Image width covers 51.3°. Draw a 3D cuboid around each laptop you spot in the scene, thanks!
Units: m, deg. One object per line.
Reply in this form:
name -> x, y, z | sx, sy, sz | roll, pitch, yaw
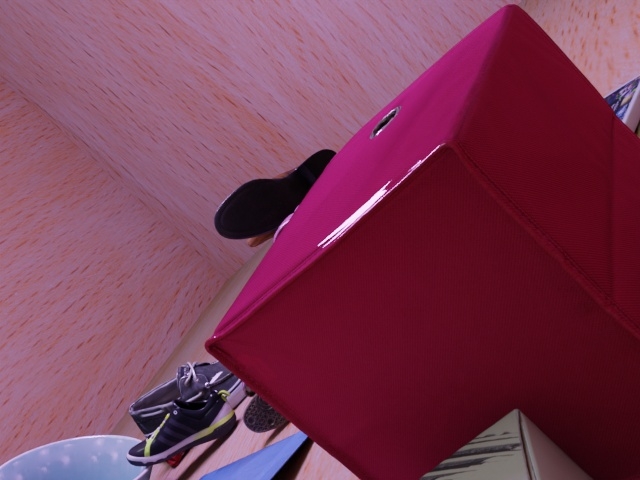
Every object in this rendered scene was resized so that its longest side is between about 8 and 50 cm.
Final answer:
laptop -> -0.281, 0.349, 0.910 | 0.382, 0.408, 0.236 | -39, 34, 44

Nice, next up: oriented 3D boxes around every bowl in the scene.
bowl -> -0.476, 0.519, 1.304 | 0.312, 0.163, 0.311 | -4, 8, 1

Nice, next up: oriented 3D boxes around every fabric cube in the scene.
fabric cube -> 0.118, 0.026, 0.515 | 0.254, 0.259, 0.258 | -39, 12, 39

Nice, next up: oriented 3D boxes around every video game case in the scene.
video game case -> 0.351, -0.130, 0.894 | 0.190, 0.022, 0.173 | -52, 9, -35

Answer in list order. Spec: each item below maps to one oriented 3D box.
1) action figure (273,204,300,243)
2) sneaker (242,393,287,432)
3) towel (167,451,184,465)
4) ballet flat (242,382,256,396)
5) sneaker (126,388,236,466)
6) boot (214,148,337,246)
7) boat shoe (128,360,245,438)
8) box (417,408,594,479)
action figure -> 0.000, 0.000, 1.098 | 0.370, 0.276, 0.247 | 31, -109, -69
sneaker -> -0.043, 0.238, 1.081 | 0.188, 0.066, 0.071 | -42, -8, 1
towel -> -0.277, 0.401, 1.561 | 0.275, 0.031, 0.199 | -51, 9, -25
ballet flat -> -0.078, 0.224, 1.278 | 0.221, 0.077, 0.079 | -49, 25, 22
sneaker -> -0.277, 0.355, 1.301 | 0.235, 0.097, 0.084 | -24, 6, 1
boot -> -0.104, -0.050, 1.244 | 0.264, 0.096, 0.280 | -41, 0, -25
boat shoe -> -0.269, 0.322, 1.434 | 0.335, 0.119, 0.121 | -35, 23, 8
box -> 0.053, 0.233, 0.394 | 0.275, 0.113, 0.094 | -43, 8, 19
